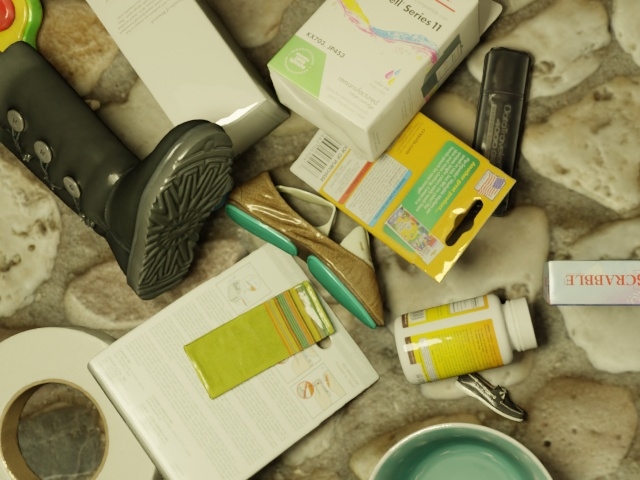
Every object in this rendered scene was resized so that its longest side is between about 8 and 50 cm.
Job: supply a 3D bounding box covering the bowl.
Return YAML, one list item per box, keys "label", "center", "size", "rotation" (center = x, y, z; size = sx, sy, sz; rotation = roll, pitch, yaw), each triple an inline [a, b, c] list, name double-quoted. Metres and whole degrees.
- label: "bowl"
  center: [0.226, 0.433, 1.650]
  size: [0.311, 0.163, 0.312]
  rotation: [-1, 87, 11]

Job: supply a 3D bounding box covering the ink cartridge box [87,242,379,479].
- label: "ink cartridge box"
  center: [-0.144, 0.224, 1.756]
  size: [0.385, 0.091, 0.308]
  rotation: [-34, 82, -18]

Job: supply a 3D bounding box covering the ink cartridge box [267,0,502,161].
- label: "ink cartridge box"
  center: [0.110, -0.324, 1.657]
  size: [0.207, 0.119, 0.353]
  rotation: [35, 76, 21]

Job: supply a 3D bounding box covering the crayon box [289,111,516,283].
- label: "crayon box"
  center: [0.136, -0.098, 1.697]
  size: [0.323, 0.083, 0.203]
  rotation: [39, 95, 22]

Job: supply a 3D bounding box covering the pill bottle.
- label: "pill bottle"
  center: [0.233, 0.155, 1.681]
  size: [0.215, 0.117, 0.117]
  rotation: [-14, 86, 10]

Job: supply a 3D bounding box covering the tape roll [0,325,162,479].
- label: "tape roll"
  center: [-0.455, 0.343, 1.828]
  size: [0.392, 0.072, 0.392]
  rotation: [0, 89, 11]

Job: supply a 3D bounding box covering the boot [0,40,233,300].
- label: "boot"
  center: [-0.356, -0.172, 1.682]
  size: [0.445, 0.146, 0.367]
  rotation: [48, 133, 21]

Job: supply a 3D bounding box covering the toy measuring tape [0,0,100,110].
- label: "toy measuring tape"
  center: [-0.502, -0.365, 1.844]
  size: [0.330, 0.121, 0.121]
  rotation: [38, 95, 1]

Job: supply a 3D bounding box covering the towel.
- label: "towel"
  center: [-0.100, 0.161, 1.724]
  size: [0.237, 0.021, 0.102]
  rotation: [-28, 79, -16]

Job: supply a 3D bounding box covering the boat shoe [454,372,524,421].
- label: "boat shoe"
  center: [0.280, 0.250, 1.707]
  size: [0.125, 0.046, 0.038]
  rotation: [31, 99, 18]

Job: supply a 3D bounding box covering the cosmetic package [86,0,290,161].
- label: "cosmetic package"
  center: [-0.229, -0.317, 1.745]
  size: [0.155, 0.197, 0.366]
  rotation: [-38, 84, 7]

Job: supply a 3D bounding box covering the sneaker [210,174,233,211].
- label: "sneaker"
  center: [-0.260, -0.058, 1.798]
  size: [0.237, 0.086, 0.085]
  rotation: [-28, 85, 10]

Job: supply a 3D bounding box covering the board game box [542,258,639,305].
- label: "board game box"
  center: [0.490, 0.060, 1.535]
  size: [0.318, 0.318, 0.066]
  rotation: [0, 89, 11]

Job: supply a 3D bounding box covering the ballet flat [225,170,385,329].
- label: "ballet flat"
  center: [0.000, 0.000, 1.748]
  size: [0.342, 0.116, 0.124]
  rotation: [38, 75, 13]

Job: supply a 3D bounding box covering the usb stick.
- label: "usb stick"
  center: [0.290, -0.179, 1.719]
  size: [0.077, 0.045, 0.278]
  rotation: [8, 90, 4]
